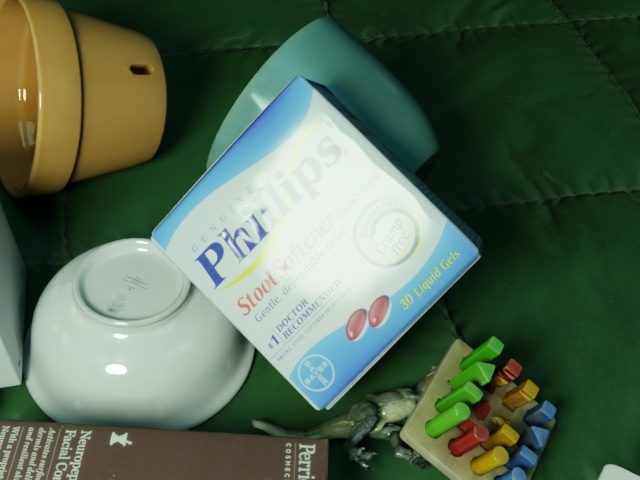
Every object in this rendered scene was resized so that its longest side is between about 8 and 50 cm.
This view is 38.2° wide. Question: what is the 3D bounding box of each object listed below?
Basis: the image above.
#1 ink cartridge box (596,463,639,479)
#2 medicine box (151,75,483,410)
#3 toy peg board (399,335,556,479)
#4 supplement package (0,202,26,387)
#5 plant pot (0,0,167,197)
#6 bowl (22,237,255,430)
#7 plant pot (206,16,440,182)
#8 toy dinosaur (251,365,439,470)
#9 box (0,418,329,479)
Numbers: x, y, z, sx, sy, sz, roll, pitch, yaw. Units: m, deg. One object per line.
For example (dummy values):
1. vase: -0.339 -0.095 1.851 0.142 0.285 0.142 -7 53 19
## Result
1. ink cartridge box: 0.251 0.385 0.857 0.117 0.201 0.278 24 48 18
2. medicine box: 0.000 0.000 1.100 0.289 0.263 0.149 44 11 4
3. toy peg board: 0.204 0.207 1.076 0.160 0.079 0.161 39 51 -1
4. supplement package: -0.509 0.060 1.103 0.262 0.199 0.198 -9 46 -6
5. plant pot: -0.358 -0.213 1.366 0.203 0.291 0.291 -5 44 -32
6. bowl: -0.230 0.091 1.157 0.297 0.134 0.298 2 45 -2
7. plant pot: 0.023 -0.123 1.298 0.235 0.293 0.293 39 52 10
8. toy dinosaur: 0.063 0.223 1.103 0.268 0.064 0.118 -13 33 -17
9. box: -0.183 0.305 0.943 0.381 0.143 0.191 4 42 -3
